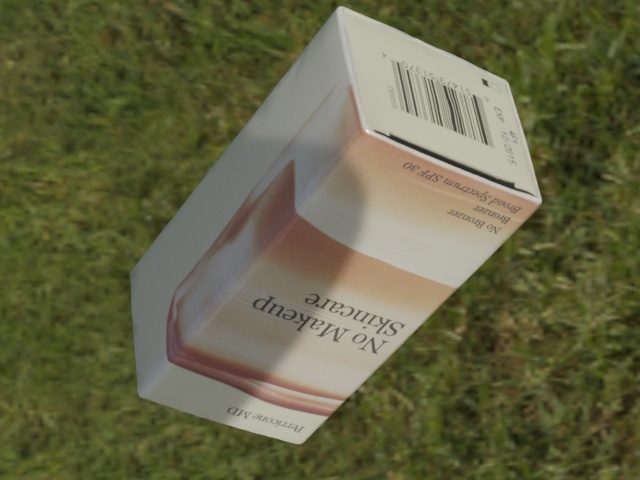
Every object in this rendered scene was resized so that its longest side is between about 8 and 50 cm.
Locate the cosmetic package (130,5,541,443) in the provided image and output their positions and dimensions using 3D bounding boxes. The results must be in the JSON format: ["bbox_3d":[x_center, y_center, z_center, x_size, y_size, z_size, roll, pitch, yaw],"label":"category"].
[{"bbox_3d":[0.000,0.000,1.086,0.296,0.153,0.129,-50,34,36],"label":"cosmetic package"}]
